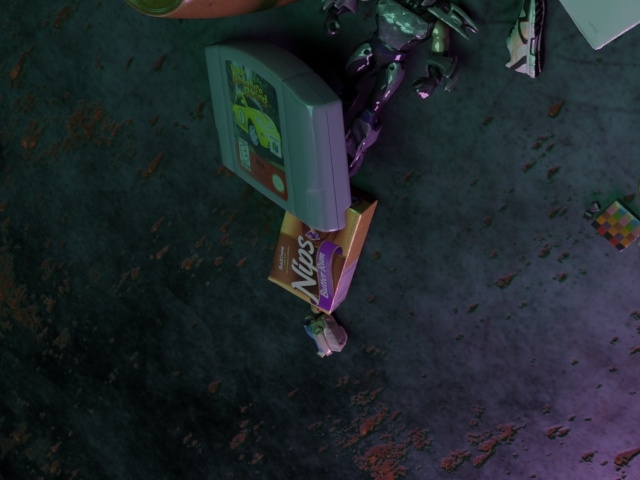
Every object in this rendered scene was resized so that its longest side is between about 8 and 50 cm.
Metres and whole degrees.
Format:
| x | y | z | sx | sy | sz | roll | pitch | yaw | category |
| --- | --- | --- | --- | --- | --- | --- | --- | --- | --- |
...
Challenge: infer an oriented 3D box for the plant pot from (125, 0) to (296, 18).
| x | y | z | sx | sy | sz | roll | pitch | yaw | category |
| --- | --- | --- | --- | --- | --- | --- | --- | --- | --- |
| -0.125 | -0.356 | 1.358 | 0.237 | 0.254 | 0.237 | 16 | 124 | 25 | plant pot |

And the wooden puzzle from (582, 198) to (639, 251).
| x | y | z | sx | sy | sz | roll | pitch | yaw | category |
| --- | --- | --- | --- | --- | --- | --- | --- | --- | --- |
| 0.357 | -0.018 | 1.406 | 0.083 | 0.006 | 0.049 | 43 | 132 | 4 | wooden puzzle |

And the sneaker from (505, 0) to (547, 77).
| x | y | z | sx | sy | sz | roll | pitch | yaw | category |
| --- | --- | --- | --- | --- | --- | --- | --- | --- | --- |
| 0.231 | -0.238 | 1.334 | 0.043 | 0.040 | 0.109 | 17 | 125 | 27 | sneaker |

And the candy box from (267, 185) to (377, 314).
| x | y | z | sx | sy | sz | roll | pitch | yaw | category |
| --- | --- | --- | --- | --- | --- | --- | --- | --- | --- |
| 0.000 | 0.000 | 1.626 | 0.109 | 0.053 | 0.187 | 30 | 129 | 15 | candy box |

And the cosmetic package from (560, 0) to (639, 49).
| x | y | z | sx | sy | sz | roll | pitch | yaw | category |
| --- | --- | --- | --- | --- | --- | --- | --- | --- | --- |
| 0.338 | -0.319 | 1.087 | 0.224 | 0.225 | 0.138 | -31 | 100 | 42 | cosmetic package |

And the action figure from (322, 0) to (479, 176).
| x | y | z | sx | sy | sz | roll | pitch | yaw | category |
| --- | --- | --- | --- | --- | --- | --- | --- | --- | --- |
| 0.074 | -0.216 | 1.417 | 0.185 | 0.099 | 0.285 | 40 | 129 | 13 | action figure |

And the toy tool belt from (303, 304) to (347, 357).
| x | y | z | sx | sy | sz | roll | pitch | yaw | category |
| --- | --- | --- | --- | --- | --- | --- | --- | --- | --- |
| -0.003 | 0.129 | 1.708 | 0.051 | 0.052 | 0.083 | -26 | 101 | 32 | toy tool belt |

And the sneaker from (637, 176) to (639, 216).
| x | y | z | sx | sy | sz | roll | pitch | yaw | category |
| --- | --- | --- | --- | --- | --- | --- | --- | --- | --- |
| 0.417 | 0.005 | 1.339 | 0.086 | 0.064 | 0.192 | 5 | 117 | 37 | sneaker |

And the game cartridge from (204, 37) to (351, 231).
| x | y | z | sx | sy | sz | roll | pitch | yaw | category |
| --- | --- | --- | --- | --- | --- | --- | --- | --- | --- |
| -0.061 | -0.149 | 1.488 | 0.294 | 0.060 | 0.196 | 35 | 135 | 52 | game cartridge |
